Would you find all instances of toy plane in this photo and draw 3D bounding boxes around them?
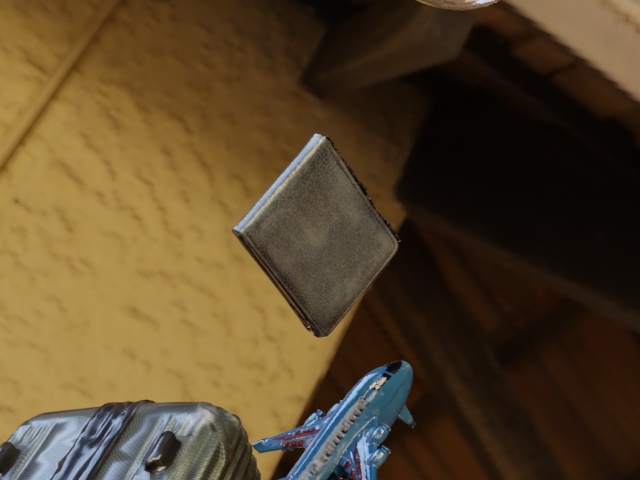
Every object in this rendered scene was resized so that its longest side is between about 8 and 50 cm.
[{"bbox_3d":[0.025,0.259,2.014,0.254,0.271,0.105,22,-31,57],"label":"toy plane"}]

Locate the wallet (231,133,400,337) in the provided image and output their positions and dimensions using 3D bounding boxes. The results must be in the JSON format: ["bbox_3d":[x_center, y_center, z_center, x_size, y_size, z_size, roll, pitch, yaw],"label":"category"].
[{"bbox_3d":[-0.002,-0.001,1.958,0.036,0.167,0.222,24,-22,46],"label":"wallet"}]

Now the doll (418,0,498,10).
[{"bbox_3d":[0.126,-0.312,1.294,0.251,0.221,0.221,-36,-66,21],"label":"doll"}]

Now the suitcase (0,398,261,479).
[{"bbox_3d":[-0.104,0.218,0.682,0.128,0.312,0.202,-5,-65,19],"label":"suitcase"}]
